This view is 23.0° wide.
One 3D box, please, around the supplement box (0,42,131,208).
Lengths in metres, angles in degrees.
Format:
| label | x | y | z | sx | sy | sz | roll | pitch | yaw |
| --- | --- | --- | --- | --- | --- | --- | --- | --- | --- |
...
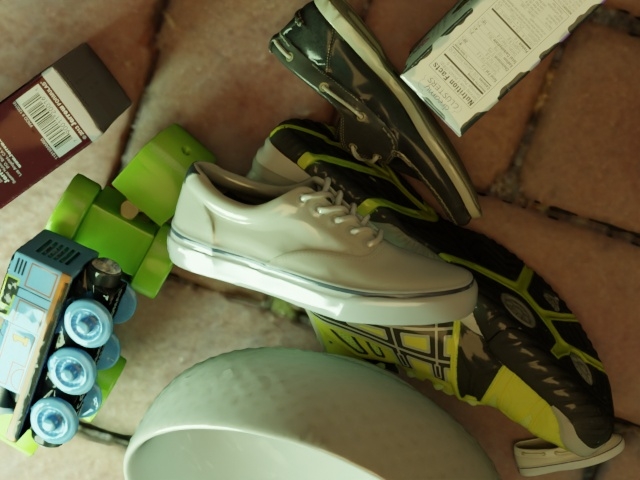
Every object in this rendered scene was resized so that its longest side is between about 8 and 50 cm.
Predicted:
| label | x | y | z | sx | sy | sz | roll | pitch | yaw |
| --- | --- | --- | --- | --- | --- | --- | --- | --- | --- |
| supplement box | -0.284 | -0.064 | 1.340 | 0.239 | 0.130 | 0.073 | -34 | 101 | 13 |

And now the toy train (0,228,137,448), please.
| label | x | y | z | sx | sy | sz | roll | pitch | yaw |
| --- | --- | --- | --- | --- | --- | --- | --- | --- | --- |
| toy train | -0.224 | 0.085 | 1.310 | 0.105 | 0.080 | 0.184 | 25 | 113 | 6 |

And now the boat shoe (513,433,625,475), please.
| label | x | y | z | sx | sy | sz | roll | pitch | yaw |
| --- | --- | --- | --- | --- | --- | --- | --- | --- | --- |
| boat shoe | 0.223 | 0.185 | 1.423 | 0.100 | 0.035 | 0.035 | -13 | 107 | 14 |

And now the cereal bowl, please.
| label | x | y | z | sx | sy | sz | roll | pitch | yaw |
| --- | --- | --- | --- | --- | --- | --- | --- | --- | --- |
| cereal bowl | 0.011 | 0.197 | 1.337 | 0.339 | 0.141 | 0.339 | 18 | 147 | 12 |

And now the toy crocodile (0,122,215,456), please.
| label | x | y | z | sx | sy | sz | roll | pitch | yaw |
| --- | --- | --- | --- | --- | --- | --- | --- | --- | --- |
| toy crocodile | -0.204 | 0.047 | 1.389 | 0.115 | 0.105 | 0.340 | 28 | 110 | -4 |

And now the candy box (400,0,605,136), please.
| label | x | y | z | sx | sy | sz | roll | pitch | yaw |
| --- | --- | --- | --- | --- | --- | --- | --- | --- | --- |
| candy box | 0.159 | -0.185 | 1.257 | 0.070 | 0.165 | 0.196 | 45 | 104 | -6 |

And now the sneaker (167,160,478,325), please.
| label | x | y | z | sx | sy | sz | roll | pitch | yaw |
| --- | --- | --- | --- | --- | --- | --- | --- | --- | --- |
| sneaker | 0.000 | 0.000 | 1.237 | 0.258 | 0.094 | 0.091 | 13 | 111 | 13 |

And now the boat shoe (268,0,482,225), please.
| label | x | y | z | sx | sy | sz | roll | pitch | yaw |
| --- | --- | --- | --- | --- | --- | --- | --- | --- | --- |
| boat shoe | 0.051 | -0.101 | 1.332 | 0.079 | 0.084 | 0.233 | -39 | 92 | 12 |

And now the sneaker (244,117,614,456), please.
| label | x | y | z | sx | sy | sz | roll | pitch | yaw |
| --- | --- | --- | --- | --- | --- | --- | --- | --- | --- |
| sneaker | 0.085 | 0.060 | 1.357 | 0.385 | 0.145 | 0.147 | 40 | 112 | 4 |
